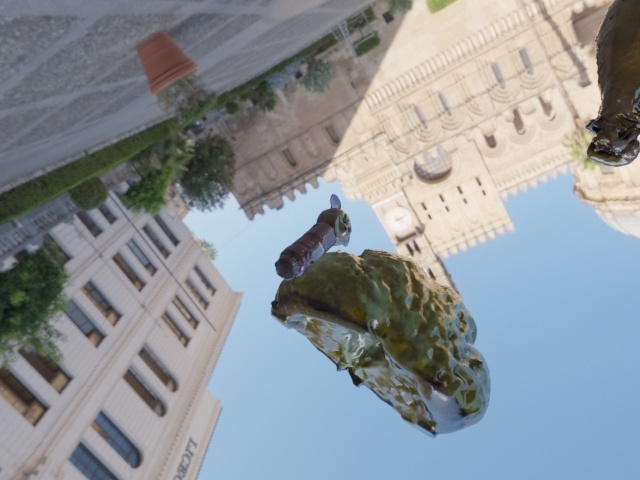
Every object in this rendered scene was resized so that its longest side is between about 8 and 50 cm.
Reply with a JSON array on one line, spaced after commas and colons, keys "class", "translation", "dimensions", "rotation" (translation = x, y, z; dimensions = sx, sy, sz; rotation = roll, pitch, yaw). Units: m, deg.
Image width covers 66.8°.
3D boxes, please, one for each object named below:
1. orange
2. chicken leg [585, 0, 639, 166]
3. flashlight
[{"class": "orange", "translation": [0.116, 0.139, 0.776], "dimensions": [0.210, 0.368, 0.271], "rotation": [-49, 171, -18]}, {"class": "chicken leg", "translation": [0.288, -0.148, 0.442], "dimensions": [0.085, 0.101, 0.208], "rotation": [16, -112, 29]}, {"class": "flashlight", "translation": [0.000, 0.000, 0.408], "dimensions": [0.031, 0.052, 0.110], "rotation": [-5, -158, 33]}]
